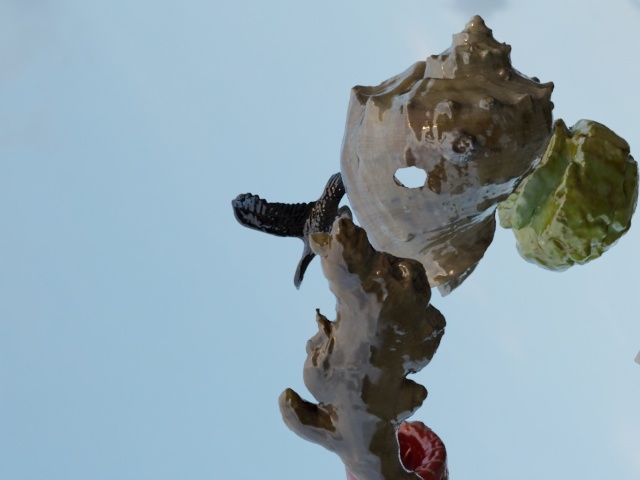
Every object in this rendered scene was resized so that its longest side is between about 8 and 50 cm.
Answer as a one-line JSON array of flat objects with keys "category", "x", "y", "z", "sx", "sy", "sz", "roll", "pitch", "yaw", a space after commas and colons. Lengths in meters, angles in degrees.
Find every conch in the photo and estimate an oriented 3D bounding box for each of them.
[{"category": "conch", "x": 0.131, "y": -0.108, "z": 1.795, "sx": 0.186, "sy": 0.263, "sz": 0.324, "roll": 35, "pitch": -112, "yaw": -60}]

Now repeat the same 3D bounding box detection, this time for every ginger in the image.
[{"category": "ginger", "x": 0.042, "y": 0.125, "z": 1.567, "sx": 0.080, "sy": 0.166, "sz": 0.333, "roll": -79, "pitch": -7, "yaw": -61}]

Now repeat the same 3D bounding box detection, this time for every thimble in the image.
[{"category": "thimble", "x": 0.123, "y": 0.375, "z": 2.430, "sx": 0.189, "sy": 0.163, "sz": 0.125, "roll": -110, "pitch": 11, "yaw": -61}]

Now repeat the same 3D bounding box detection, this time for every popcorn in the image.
[{"category": "popcorn", "x": 0.343, "y": -0.066, "z": 2.100, "sx": 0.184, "sy": 0.204, "sz": 0.221, "roll": 34, "pitch": -138, "yaw": -17}]

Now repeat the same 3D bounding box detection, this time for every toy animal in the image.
[{"category": "toy animal", "x": 0.006, "y": -0.006, "z": 2.480, "sx": 0.273, "sy": 0.197, "sz": 0.160, "roll": 24, "pitch": -131, "yaw": 12}]

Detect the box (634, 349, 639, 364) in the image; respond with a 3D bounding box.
[{"category": "box", "x": 0.528, "y": 0.126, "z": 1.951, "sx": 0.243, "sy": 0.155, "sz": 0.067, "roll": 18, "pitch": -161, "yaw": -41}]
